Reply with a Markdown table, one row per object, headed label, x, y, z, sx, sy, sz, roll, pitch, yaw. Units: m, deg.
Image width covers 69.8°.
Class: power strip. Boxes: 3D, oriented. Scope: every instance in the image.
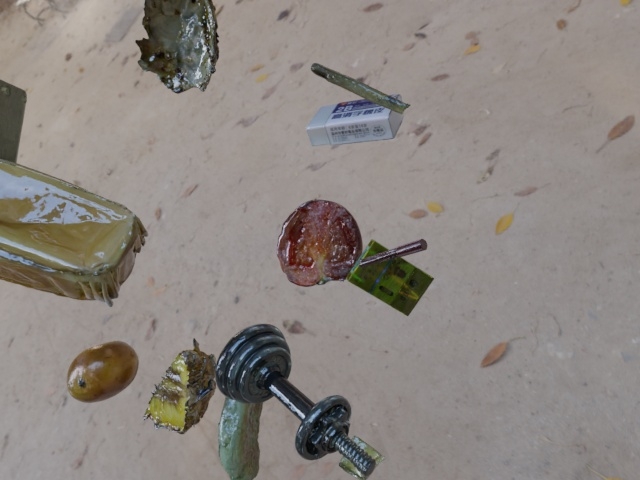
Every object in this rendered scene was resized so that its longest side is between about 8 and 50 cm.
| label | x | y | z | sx | sy | sz | roll | pitch | yaw |
| --- | --- | --- | --- | --- | --- | --- | --- | --- | --- |
| power strip | -0.548 | -0.117 | 0.748 | 0.053 | 0.093 | 0.288 | 10 | 90 | 1 |

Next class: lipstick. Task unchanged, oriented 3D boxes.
| label | x | y | z | sx | sy | sz | roll | pitch | yaw |
| --- | --- | --- | --- | --- | --- | --- | --- | --- | --- |
| lipstick | 0.154 | 0.031 | 1.015 | 0.176 | 0.027 | 0.027 | -21 | 50 | 41 |

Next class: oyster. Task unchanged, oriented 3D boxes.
| label | x | y | z | sx | sy | sz | roll | pitch | yaw |
| --- | --- | --- | --- | --- | --- | --- | --- | --- | --- |
| oyster | -0.118 | -0.199 | 0.410 | 0.132 | 0.086 | 0.029 | -57 | 11 | 23 |

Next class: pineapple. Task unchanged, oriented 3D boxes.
| label | x | y | z | sx | sy | sz | roll | pitch | yaw |
| --- | --- | --- | --- | --- | --- | --- | --- | --- | --- |
| pineapple | -0.344 | 0.417 | 1.261 | 0.158 | 0.161 | 0.335 | 43 | 115 | 31 |

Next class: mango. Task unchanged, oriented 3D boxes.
| label | x | y | z | sx | sy | sz | roll | pitch | yaw |
| --- | --- | --- | --- | --- | --- | --- | --- | --- | --- |
| mango | -0.368 | 0.222 | 0.774 | 0.165 | 0.115 | 0.089 | -35 | 84 | 52 |

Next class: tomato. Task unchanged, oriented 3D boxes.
| label | x | y | z | sx | sy | sz | roll | pitch | yaw |
| --- | --- | --- | --- | --- | --- | --- | --- | --- | --- |
| tomato | 0.002 | 0.002 | 1.541 | 0.308 | 0.170 | 0.309 | 2 | 99 | 10 |

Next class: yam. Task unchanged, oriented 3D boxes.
| label | x | y | z | sx | sy | sz | roll | pitch | yaw |
| --- | --- | --- | --- | --- | --- | --- | --- | --- | --- |
| yam | 0.036 | -0.147 | 0.443 | 0.107 | 0.014 | 0.014 | 29 | 80 | 14 |

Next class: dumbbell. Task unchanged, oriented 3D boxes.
| label | x | y | z | sx | sy | sz | roll | pitch | yaw |
| --- | --- | --- | --- | --- | --- | --- | --- | --- | --- |
| dumbbell | -0.033 | 0.191 | 0.553 | 0.254 | 0.110 | 0.110 | 28 | 80 | 42 |

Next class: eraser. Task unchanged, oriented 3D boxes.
| label | x | y | z | sx | sy | sz | roll | pitch | yaw |
| --- | --- | --- | --- | --- | --- | --- | --- | --- | --- |
| eraser | 0.084 | -0.287 | 1.098 | 0.210 | 0.068 | 0.124 | -1 | 41 | 26 |

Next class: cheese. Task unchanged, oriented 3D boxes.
| label | x | y | z | sx | sy | sz | roll | pitch | yaw |
| --- | --- | --- | --- | --- | --- | --- | --- | --- | --- |
| cheese | 0.078 | 0.386 | 0.796 | 0.060 | 0.041 | 0.084 | -52 | 25 | -23 |

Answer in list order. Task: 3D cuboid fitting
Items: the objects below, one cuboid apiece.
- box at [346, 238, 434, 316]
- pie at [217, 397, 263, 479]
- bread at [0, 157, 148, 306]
| label | x | y | z | sx | sy | sz | roll | pitch | yaw |
| --- | --- | --- | --- | --- | --- | --- | --- | --- | --- |
| box | 0.177 | 0.096 | 1.161 | 0.121 | 0.193 | 0.030 | -57 | 14 | 7 |
| pie | -0.139 | 0.328 | 0.867 | 0.054 | 0.240 | 0.241 | 2 | 59 | 5 |
| bread | -0.371 | -0.008 | 0.614 | 0.107 | 0.241 | 0.136 | 122 | 166 | -53 |
